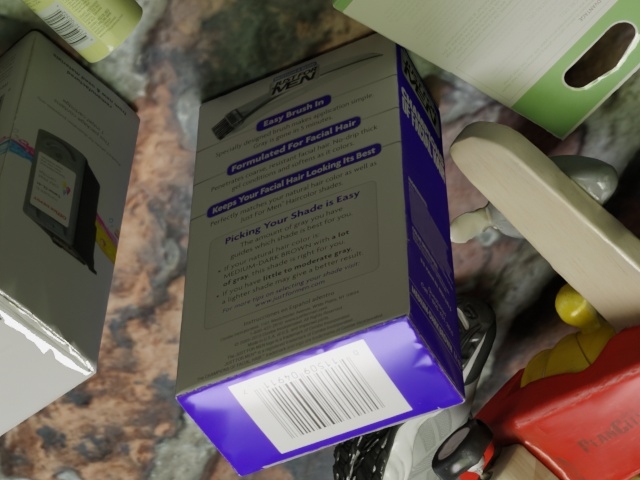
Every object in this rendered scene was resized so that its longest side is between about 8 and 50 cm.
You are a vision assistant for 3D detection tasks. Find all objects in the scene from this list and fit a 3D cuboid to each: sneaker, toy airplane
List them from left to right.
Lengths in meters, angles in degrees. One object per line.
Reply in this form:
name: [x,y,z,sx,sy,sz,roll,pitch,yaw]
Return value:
sneaker: [0.103,0.154,1.603,0.108,0.100,0.271,-1,134,-32]
toy airplane: [0.290,0.084,1.387,0.384,0.272,0.386,8,124,19]

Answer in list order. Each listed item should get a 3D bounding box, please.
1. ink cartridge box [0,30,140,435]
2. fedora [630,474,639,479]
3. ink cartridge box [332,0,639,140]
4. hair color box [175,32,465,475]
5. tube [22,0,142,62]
ink cartridge box: [-0.273,0.013,1.324,0.226,0.306,0.131,-33,123,27]
fedora: [0.321,0.154,1.596,0.194,0.079,0.194,3,125,4]
ink cartridge box: [0.150,-0.196,1.301,0.235,0.056,0.171,26,128,-25]
hair color box: [0.000,0.000,1.287,0.185,0.339,0.110,-20,130,18]
tube: [-0.236,-0.237,1.272,0.240,0.062,0.070,43,76,-26]
